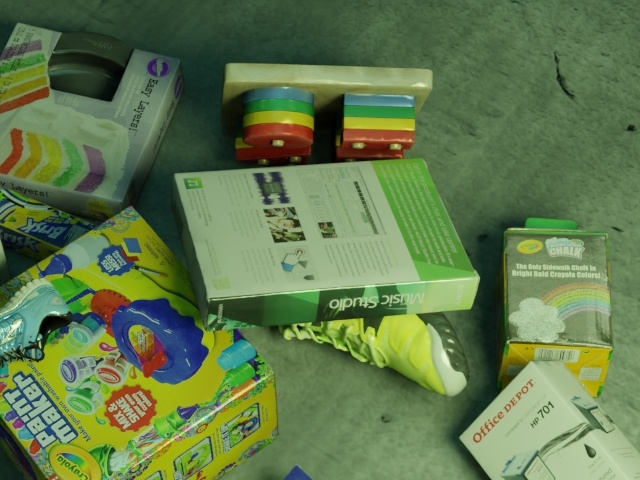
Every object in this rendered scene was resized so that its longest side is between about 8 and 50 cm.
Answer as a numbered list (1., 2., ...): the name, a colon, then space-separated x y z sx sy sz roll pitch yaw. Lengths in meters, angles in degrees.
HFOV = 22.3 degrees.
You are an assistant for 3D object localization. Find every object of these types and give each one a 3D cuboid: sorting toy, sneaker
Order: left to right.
1. sneaker: -0.342 0.112 1.797 0.073 0.063 0.162 38 66 18
2. sorting toy: 0.000 -0.149 2.077 0.255 0.257 0.089 1 82 -4
3. sneaker: 0.025 0.085 1.995 0.147 0.145 0.384 -42 56 -16

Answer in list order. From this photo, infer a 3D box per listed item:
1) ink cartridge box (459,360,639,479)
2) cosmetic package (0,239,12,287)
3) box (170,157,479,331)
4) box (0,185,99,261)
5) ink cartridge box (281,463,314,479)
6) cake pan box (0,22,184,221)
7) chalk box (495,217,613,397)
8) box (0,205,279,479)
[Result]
1. ink cartridge box: 0.274 0.252 1.869 0.082 0.140 0.191 3 42 -54
2. cosmetic package: -0.506 0.030 1.958 0.224 0.225 0.138 -30 62 -18
3. box: 0.000 0.000 1.912 0.322 0.058 0.232 -5 41 -13
4. box: -0.359 -0.010 2.084 0.169 0.059 0.054 22 58 13
5. ink cartridge box: 0.038 0.424 1.780 0.371 0.069 0.176 40 84 25
6. cake pan box: -0.335 -0.162 2.180 0.245 0.070 0.267 15 58 7
7. chalk box: 0.285 0.070 2.000 0.132 0.132 0.213 3 56 2
8. box: -0.245 0.169 1.901 0.279 0.177 0.290 -34 63 -19
